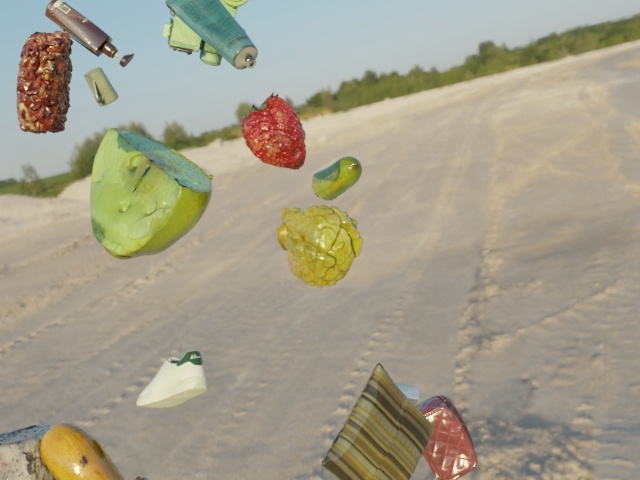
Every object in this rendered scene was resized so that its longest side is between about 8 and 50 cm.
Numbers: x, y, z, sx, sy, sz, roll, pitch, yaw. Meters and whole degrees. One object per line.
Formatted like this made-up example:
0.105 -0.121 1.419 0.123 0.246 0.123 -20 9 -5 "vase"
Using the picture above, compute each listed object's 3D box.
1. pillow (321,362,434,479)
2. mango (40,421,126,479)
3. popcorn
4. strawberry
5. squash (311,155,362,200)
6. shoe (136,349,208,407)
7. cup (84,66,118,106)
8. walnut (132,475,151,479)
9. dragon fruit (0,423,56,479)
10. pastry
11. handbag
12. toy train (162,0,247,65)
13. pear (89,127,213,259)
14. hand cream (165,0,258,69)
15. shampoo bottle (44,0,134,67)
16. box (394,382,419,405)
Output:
0.109 0.364 1.337 0.052 0.208 0.212 2 49 48 "pillow"
-0.538 0.552 1.752 0.120 0.295 0.177 -38 -7 -32 "mango"
0.000 0.000 2.076 0.212 0.259 0.259 -14 9 -16 "popcorn"
-0.092 -0.220 1.553 0.131 0.148 0.131 -29 -27 -16 "strawberry"
0.056 -0.176 2.083 0.095 0.095 0.188 -19 -3 -28 "squash"
-0.378 0.357 1.921 0.264 0.110 0.095 -23 -26 39 "shoe"
-0.549 -0.375 1.858 0.054 0.083 0.075 3 41 37 "cup"
-0.504 0.746 2.138 0.069 0.143 0.170 -2 -26 -42 "walnut"
-0.759 0.584 1.857 0.282 0.221 0.204 -15 -7 18 "dragon fruit"
-0.539 -0.306 1.463 0.097 0.209 0.115 8 26 -13 "pastry"
0.345 0.558 2.129 0.146 0.225 0.135 -29 0 7 "handbag"
-0.267 -0.563 1.805 0.188 0.272 0.159 11 17 -15 "toy train"
-0.456 -0.085 1.972 0.342 0.318 0.238 39 14 30 "pear"
-0.180 -0.367 1.295 0.083 0.224 0.048 -33 -26 -13 "hand cream"
-0.595 -0.531 1.941 0.068 0.236 0.067 -54 5 -14 "shampoo bottle"
0.182 0.401 1.837 0.083 0.154 0.040 8 50 -4 "box"
